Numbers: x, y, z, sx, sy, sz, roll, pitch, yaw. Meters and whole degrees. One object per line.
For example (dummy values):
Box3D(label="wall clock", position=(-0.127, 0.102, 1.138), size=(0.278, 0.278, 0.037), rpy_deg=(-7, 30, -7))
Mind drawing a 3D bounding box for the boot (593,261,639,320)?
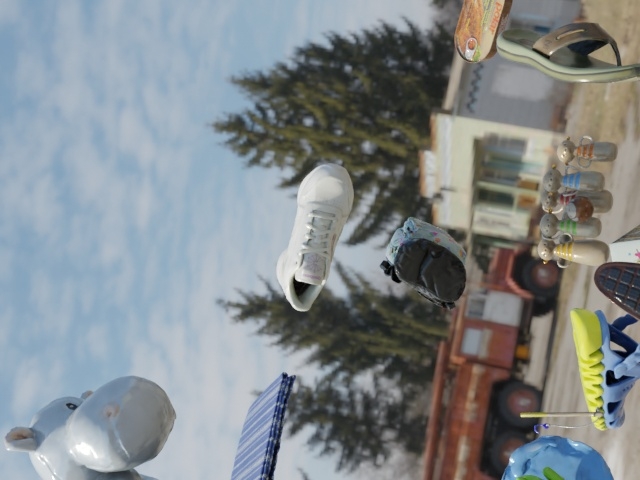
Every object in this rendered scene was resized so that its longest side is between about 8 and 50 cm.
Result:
Box3D(label="boot", position=(0.505, 0.087, 1.389), size=(0.082, 0.219, 0.106), rpy_deg=(-70, -19, 4))

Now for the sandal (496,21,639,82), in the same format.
Box3D(label="sandal", position=(0.390, -0.303, 1.502), size=(0.120, 0.303, 0.086), rpy_deg=(-10, -62, -34))

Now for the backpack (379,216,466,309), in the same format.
Box3D(label="backpack", position=(0.185, 0.032, 1.705), size=(0.115, 0.152, 0.182), rpy_deg=(-55, 11, 9))

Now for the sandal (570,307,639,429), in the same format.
Box3D(label="sandal", position=(0.542, 0.237, 1.752), size=(0.317, 0.138, 0.126), rpy_deg=(69, -167, -46))

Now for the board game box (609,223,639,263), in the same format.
Box3D(label="board game box", position=(0.637, 0.010, 1.590), size=(0.303, 0.224, 0.097), rpy_deg=(-20, -80, -56))

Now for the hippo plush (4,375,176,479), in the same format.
Box3D(label="hippo plush", position=(-0.211, 0.272, 1.076), size=(0.234, 0.294, 0.236), rpy_deg=(-7, -109, -60))

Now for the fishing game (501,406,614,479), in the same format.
Box3D(label="fishing game", position=(0.372, 0.399, 1.506), size=(0.041, 0.189, 0.264), rpy_deg=(27, -123, -52))

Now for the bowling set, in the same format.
Box3D(label="bowling set", position=(0.513, -0.086, 2.003), size=(0.200, 0.154, 0.287), rpy_deg=(5, -90, -60))

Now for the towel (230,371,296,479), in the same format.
Box3D(label="towel", position=(-0.126, 0.443, 1.856), size=(0.243, 0.040, 0.336), rpy_deg=(130, 157, -53))

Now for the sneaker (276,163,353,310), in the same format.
Box3D(label="sneaker", position=(0.000, 0.000, 1.865), size=(0.152, 0.114, 0.305), rpy_deg=(-105, 28, -59))

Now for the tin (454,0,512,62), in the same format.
Box3D(label="tin", position=(0.346, -0.469, 2.032), size=(0.040, 0.106, 0.189), rpy_deg=(-6, -58, -37))

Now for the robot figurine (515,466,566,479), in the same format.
Box3D(label="robot figurine", position=(0.325, 0.390, 1.433), size=(0.115, 0.067, 0.101), rpy_deg=(31, -81, -38))
